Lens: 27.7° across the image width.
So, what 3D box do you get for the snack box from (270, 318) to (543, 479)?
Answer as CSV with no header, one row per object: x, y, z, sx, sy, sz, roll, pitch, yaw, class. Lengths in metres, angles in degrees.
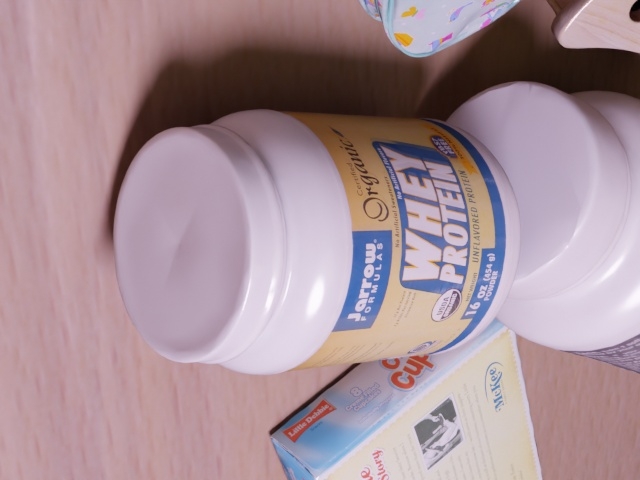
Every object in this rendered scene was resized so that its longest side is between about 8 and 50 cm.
0.086,0.205,1.017,0.187,0.060,0.322,-37,136,-19,snack box

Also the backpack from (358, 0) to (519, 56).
0.054,-0.180,0.652,0.152,0.115,0.182,-21,159,-9,backpack

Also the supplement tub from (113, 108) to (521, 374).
0.000,0.000,0.732,0.199,0.144,0.144,-2,118,-42,supplement tub

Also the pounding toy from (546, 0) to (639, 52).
0.252,-0.174,0.883,0.269,0.155,0.154,4,131,-25,pounding toy

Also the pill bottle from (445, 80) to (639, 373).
0.209,-0.002,0.902,0.318,0.176,0.176,18,104,-48,pill bottle
